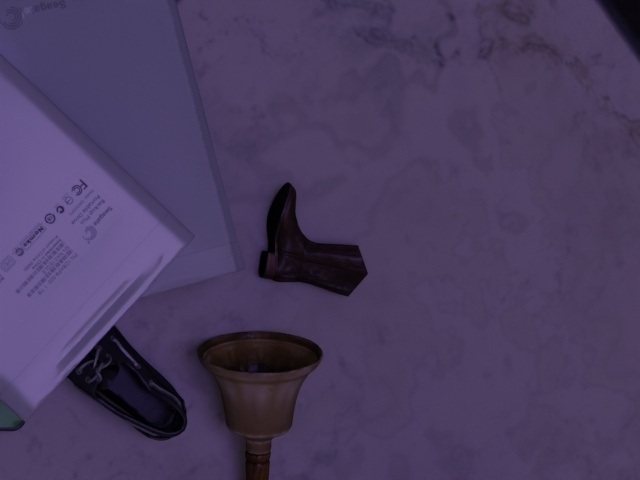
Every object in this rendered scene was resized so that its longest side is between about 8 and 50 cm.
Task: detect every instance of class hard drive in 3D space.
[{"bbox_3d":[-0.323,-0.039,1.582,0.353,0.047,0.233,43,82,-8],"label":"hard drive"},{"bbox_3d":[-0.207,-0.095,1.668,0.203,0.040,0.307,-15,92,-23],"label":"hard drive"}]

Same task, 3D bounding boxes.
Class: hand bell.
[{"bbox_3d":[-0.062,0.226,1.752,0.126,0.126,0.242,-6,107,-24],"label":"hand bell"}]

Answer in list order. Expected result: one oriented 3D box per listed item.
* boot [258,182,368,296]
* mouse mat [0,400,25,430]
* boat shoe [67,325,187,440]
[{"bbox_3d":[0.000,0.000,1.790,0.114,0.037,0.106,11,101,-22],"label":"boot"},{"bbox_3d":[-0.370,0.104,1.627,0.190,0.007,0.152,2,92,-16],"label":"mouse mat"},{"bbox_3d":[-0.208,0.122,1.684,0.206,0.065,0.075,43,78,-18],"label":"boat shoe"}]
